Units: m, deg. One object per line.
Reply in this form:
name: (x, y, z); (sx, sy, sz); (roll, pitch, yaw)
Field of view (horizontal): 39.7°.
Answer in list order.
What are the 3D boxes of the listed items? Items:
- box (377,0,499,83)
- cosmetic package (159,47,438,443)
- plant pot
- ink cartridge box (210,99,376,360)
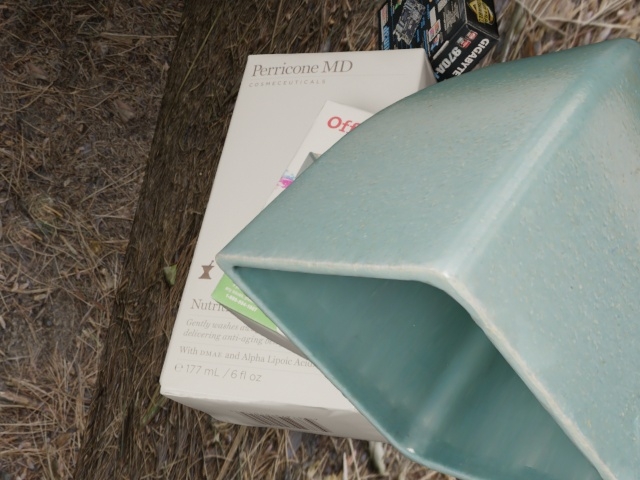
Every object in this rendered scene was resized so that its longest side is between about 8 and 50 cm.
box: (0.138, -0.269, 1.100); (0.175, 0.051, 0.220); (-47, 31, 42)
cosmetic package: (0.000, 0.000, 0.929); (0.217, 0.156, 0.385); (1, 68, 22)
plant pot: (0.133, 0.004, 0.602); (0.252, 0.247, 0.247); (-53, 26, -21)
ink cartridge box: (0.029, 0.001, 0.772); (0.154, 0.093, 0.212); (24, 76, 32)
